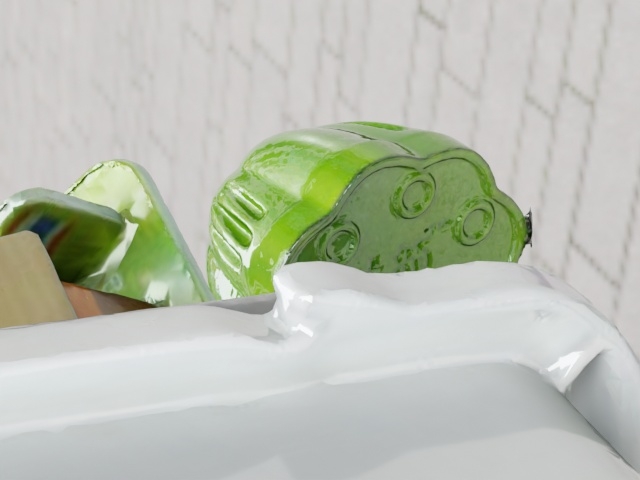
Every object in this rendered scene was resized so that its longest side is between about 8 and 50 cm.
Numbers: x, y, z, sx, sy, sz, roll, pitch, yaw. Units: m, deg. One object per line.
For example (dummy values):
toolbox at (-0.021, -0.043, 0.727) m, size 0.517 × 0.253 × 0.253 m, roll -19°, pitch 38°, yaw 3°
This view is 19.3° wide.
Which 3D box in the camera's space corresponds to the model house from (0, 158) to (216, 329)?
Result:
model house at (-0.231, 0.125, 0.695) m, size 0.357 × 0.313 × 0.242 m, roll -40°, pitch 58°, yaw 22°

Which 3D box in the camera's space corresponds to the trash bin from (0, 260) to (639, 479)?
trash bin at (-0.022, 0.170, 0.290) m, size 0.367 × 0.296 × 0.256 m, roll -140°, pitch 48°, yaw -64°

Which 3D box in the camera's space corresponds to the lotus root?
lotus root at (0.000, 0.000, 1.087) m, size 0.186 × 0.186 × 0.186 m, roll 173°, pitch 90°, yaw -68°
